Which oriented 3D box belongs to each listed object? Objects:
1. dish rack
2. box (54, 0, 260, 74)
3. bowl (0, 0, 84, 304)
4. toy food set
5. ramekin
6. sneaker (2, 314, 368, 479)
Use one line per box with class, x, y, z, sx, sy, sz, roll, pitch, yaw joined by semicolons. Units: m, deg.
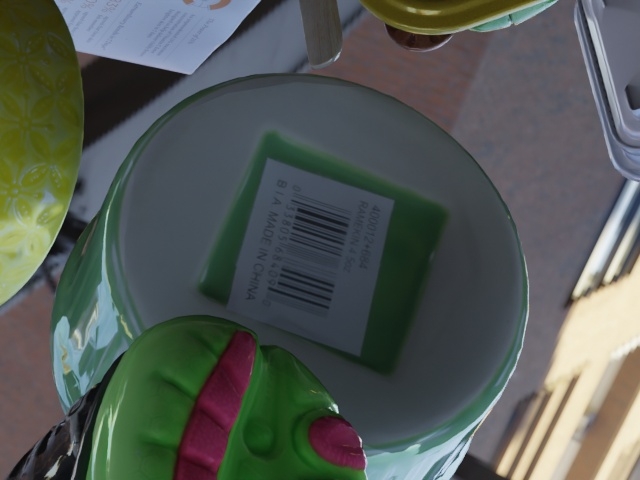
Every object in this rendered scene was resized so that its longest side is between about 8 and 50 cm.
dish rack;0.411;-0.234;1.404;0.072;0.332;0.286;39;-144;-48
box;-0.247;-0.315;1.433;0.345;0.215;0.168;9;-113;-26
bowl;-0.329;-0.085;1.037;0.289;0.289;0.156;36;-162;34
toy food set;0.087;-0.184;0.934;0.071;0.217;0.128;61;-169;-69
ramekin;-0.015;0.039;0.910;0.303;0.148;0.303;8;-120;-13
sneaker;-0.114;0.259;0.566;0.185;0.202;0.483;38;-130;-20
